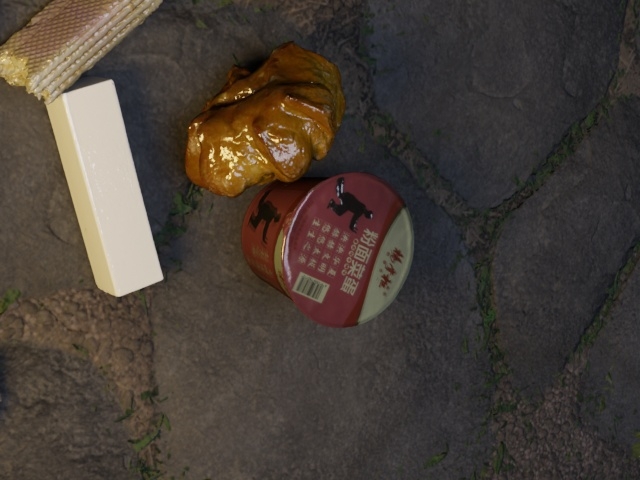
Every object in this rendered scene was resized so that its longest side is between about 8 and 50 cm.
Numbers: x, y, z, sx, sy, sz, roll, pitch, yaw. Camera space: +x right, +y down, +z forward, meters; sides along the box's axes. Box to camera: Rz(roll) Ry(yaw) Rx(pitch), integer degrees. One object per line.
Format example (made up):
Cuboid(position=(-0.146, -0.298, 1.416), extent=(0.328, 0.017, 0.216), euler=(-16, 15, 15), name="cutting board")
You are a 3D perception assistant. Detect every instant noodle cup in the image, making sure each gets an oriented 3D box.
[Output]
Cuboid(position=(0.000, 0.000, 1.884), extent=(0.235, 0.178, 0.234), euler=(-7, 104, -31), name="instant noodle cup")

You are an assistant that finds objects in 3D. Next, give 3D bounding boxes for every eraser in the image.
Cuboid(position=(-0.301, -0.075, 1.733), extent=(0.078, 0.076, 0.298), euler=(-23, 112, -28), name="eraser")

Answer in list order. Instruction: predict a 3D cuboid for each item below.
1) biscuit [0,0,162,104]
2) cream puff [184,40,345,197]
Cuboid(position=(-0.324, -0.282, 1.655), extent=(0.239, 0.108, 0.062), euler=(-45, 142, -18), name="biscuit")
Cuboid(position=(-0.070, -0.172, 1.790), extent=(0.155, 0.241, 0.269), euler=(56, 40, -34), name="cream puff")
